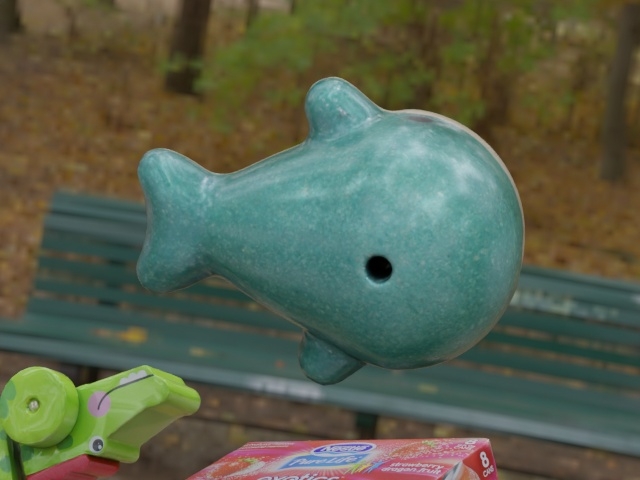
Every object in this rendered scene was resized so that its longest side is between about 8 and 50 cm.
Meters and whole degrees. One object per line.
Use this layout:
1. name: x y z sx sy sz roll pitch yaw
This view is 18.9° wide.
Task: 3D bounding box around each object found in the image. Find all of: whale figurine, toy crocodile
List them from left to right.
1. toy crocodile: -0.259 0.179 1.575 0.340 0.105 0.115 -18 -19 13
2. whale figurine: 0.000 0.000 1.300 0.272 0.216 0.141 5 14 8

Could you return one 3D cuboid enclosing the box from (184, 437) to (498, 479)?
1. box: 0.013 0.238 1.560 0.257 0.122 0.128 -5 13 36
